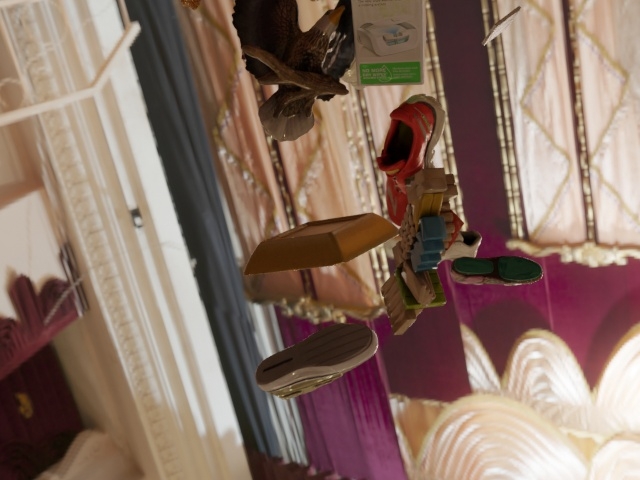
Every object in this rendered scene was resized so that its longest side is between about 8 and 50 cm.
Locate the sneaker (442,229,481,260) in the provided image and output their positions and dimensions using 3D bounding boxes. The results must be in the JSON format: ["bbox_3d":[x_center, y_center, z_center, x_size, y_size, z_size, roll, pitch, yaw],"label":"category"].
[{"bbox_3d":[0.334,0.007,2.175,0.232,0.115,0.090,-9,-123,-22],"label":"sneaker"}]

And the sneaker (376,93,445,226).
[{"bbox_3d":[0.149,-0.142,1.505,0.107,0.279,0.118,30,-138,34],"label":"sneaker"}]

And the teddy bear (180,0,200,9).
[{"bbox_3d":[-0.186,-0.502,1.123,0.113,0.338,0.245,14,179,-26],"label":"teddy bear"}]

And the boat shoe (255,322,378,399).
[{"bbox_3d":[0.001,0.262,1.727,0.302,0.094,0.109,-22,-136,26],"label":"boat shoe"}]

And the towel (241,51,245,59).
[{"bbox_3d":[-0.160,-0.617,2.052,0.037,0.329,0.237,7,-173,1],"label":"towel"}]

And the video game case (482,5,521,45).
[{"bbox_3d":[0.477,-0.566,2.109,0.087,0.011,0.122,-38,175,-9],"label":"video game case"}]

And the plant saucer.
[{"bbox_3d":[0.000,0.000,2.167,0.332,0.081,0.333,-9,-170,35],"label":"plant saucer"}]

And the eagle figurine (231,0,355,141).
[{"bbox_3d":[-0.028,-0.346,1.419,0.225,0.226,0.298,-19,-140,9],"label":"eagle figurine"}]

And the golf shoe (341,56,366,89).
[{"bbox_3d":[0.120,-0.525,2.307,0.140,0.115,0.306,16,164,-20],"label":"golf shoe"}]

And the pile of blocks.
[{"bbox_3d":[0.214,0.026,1.507,0.112,0.362,0.149,-5,-141,-19],"label":"pile of blocks"}]

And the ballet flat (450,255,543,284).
[{"bbox_3d":[0.429,0.080,1.962,0.221,0.079,0.077,1,-121,8],"label":"ballet flat"}]

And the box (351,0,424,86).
[{"bbox_3d":[0.122,-0.438,1.420,0.126,0.231,0.262,0,-141,8],"label":"box"}]
